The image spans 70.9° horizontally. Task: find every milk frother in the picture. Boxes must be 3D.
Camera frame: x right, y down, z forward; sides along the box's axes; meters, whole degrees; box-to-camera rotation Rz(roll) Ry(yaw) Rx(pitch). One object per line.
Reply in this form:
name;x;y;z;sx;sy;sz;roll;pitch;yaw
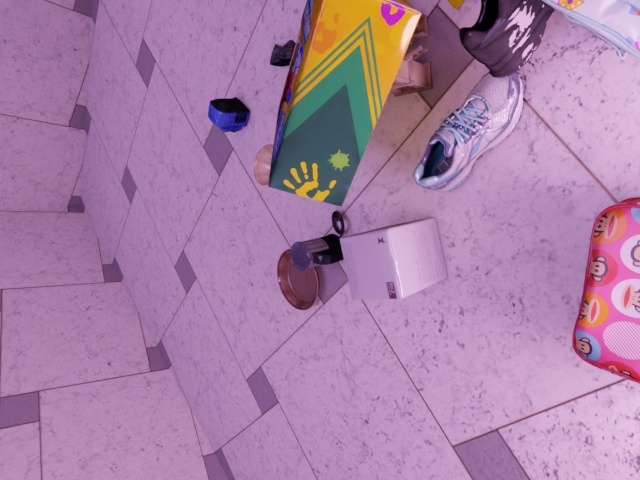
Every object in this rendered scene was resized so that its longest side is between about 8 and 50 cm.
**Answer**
milk frother;0.000;0.000;1.246;0.129;0.134;0.143;-12;91;47

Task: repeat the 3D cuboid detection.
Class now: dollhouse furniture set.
dollhouse furniture set;0.147;-0.396;0.937;0.101;0.181;0.161;-1;99;35

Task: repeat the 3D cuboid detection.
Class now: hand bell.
hand bell;-0.064;-0.193;1.312;0.242;0.126;0.126;21;115;29

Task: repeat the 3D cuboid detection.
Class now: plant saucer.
plant saucer;-0.064;0.120;1.420;0.198;0.036;0.199;16;112;44

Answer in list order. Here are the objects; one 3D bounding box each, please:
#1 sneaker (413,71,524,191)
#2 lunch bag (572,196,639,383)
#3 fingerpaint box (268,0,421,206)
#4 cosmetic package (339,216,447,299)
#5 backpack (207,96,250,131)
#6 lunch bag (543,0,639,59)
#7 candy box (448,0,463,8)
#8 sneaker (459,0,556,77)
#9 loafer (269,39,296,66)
sneaker;0.286;-0.208;0.888;0.110;0.122;0.283;48;128;28
lunch bag;0.549;0.089;0.683;0.258;0.120;0.293;19;113;43
fingerpaint box;0.019;-0.354;0.933;0.445;0.163;0.371;-92;19;-52
cosmetic package;0.169;0.042;1.036;0.151;0.183;0.151;-10;92;48
backpack;-0.309;-0.411;1.486;0.098;0.120;0.101;44;129;30
lunch bag;0.444;-0.381;0.609;0.279;0.108;0.224;32;123;3
candy box;0.303;-0.564;0.852;0.206;0.027;0.105;-42;66;44
sneaker;0.342;-0.420;0.732;0.286;0.130;0.109;-59;21;21
loafer;-0.084;-0.531;1.259;0.170;0.062;0.061;13;104;44
